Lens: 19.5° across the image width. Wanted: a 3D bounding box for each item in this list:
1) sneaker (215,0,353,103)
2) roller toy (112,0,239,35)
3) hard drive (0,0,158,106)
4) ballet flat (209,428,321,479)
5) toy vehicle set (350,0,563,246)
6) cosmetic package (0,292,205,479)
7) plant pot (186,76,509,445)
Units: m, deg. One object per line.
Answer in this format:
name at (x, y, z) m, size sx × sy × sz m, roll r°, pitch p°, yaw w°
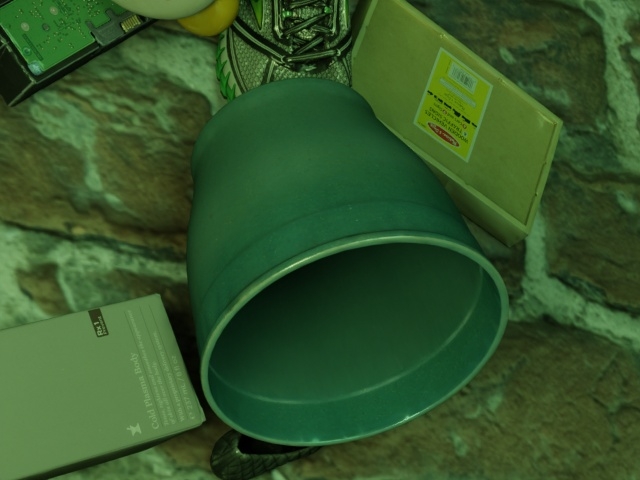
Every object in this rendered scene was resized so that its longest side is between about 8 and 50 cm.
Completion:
sneaker at (-0.032, -0.246, 1.821) m, size 0.134 × 0.146 × 0.343 m, roll -3°, pitch 69°, yaw -20°
roller toy at (-0.139, -0.301, 1.670) m, size 0.191 × 0.209 × 0.146 m, roll 29°, pitch 48°, yaw 14°
hard drive at (-0.296, -0.315, 1.726) m, size 0.339 × 0.064 × 0.237 m, roll 53°, pitch 49°, yaw -3°
ballet flat at (-0.028, 0.175, 1.701) m, size 0.173 × 0.049 × 0.057 m, roll -26°, pitch 87°, yaw -41°
toy vehicle set at (0.132, -0.134, 1.971) m, size 0.267 × 0.035 × 0.166 m, roll 35°, pitch 53°, yaw -18°
cosmetic package at (-0.231, 0.133, 1.539) m, size 0.238 × 0.107 × 0.127 m, roll -15°, pitch 81°, yaw -43°
plant pot at (0.000, 0.000, 1.664) m, size 0.272 × 0.271 × 0.255 m, roll 12°, pitch 41°, yaw -32°
